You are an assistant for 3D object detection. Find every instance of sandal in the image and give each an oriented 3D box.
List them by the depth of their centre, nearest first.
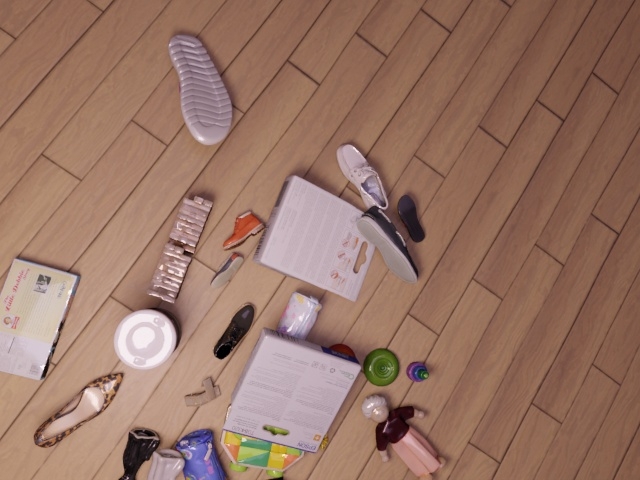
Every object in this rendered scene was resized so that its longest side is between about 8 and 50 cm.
[{"bbox_3d":[-0.398,-0.488,1.698,0.169,0.102,0.417,-7,72,-27],"label":"sandal"},{"bbox_3d":[0.317,-0.076,1.829,0.067,0.040,0.179,-25,104,-8],"label":"sandal"}]

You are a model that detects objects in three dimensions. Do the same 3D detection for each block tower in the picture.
[{"bbox_3d":[-0.442,0.026,1.627,0.090,0.097,0.336,21,78,-9],"label":"block tower"}]

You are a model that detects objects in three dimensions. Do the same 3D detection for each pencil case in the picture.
[{"bbox_3d":[-0.338,0.726,1.549,0.119,0.133,0.306,-17,88,-53],"label":"pencil case"},{"bbox_3d":[-0.095,0.302,1.651,0.113,0.124,0.273,28,78,-7],"label":"pencil case"}]

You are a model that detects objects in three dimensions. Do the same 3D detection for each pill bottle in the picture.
[{"bbox_3d":[-0.490,0.276,1.488,0.161,0.283,0.161,1,83,-11],"label":"pill bottle"}]

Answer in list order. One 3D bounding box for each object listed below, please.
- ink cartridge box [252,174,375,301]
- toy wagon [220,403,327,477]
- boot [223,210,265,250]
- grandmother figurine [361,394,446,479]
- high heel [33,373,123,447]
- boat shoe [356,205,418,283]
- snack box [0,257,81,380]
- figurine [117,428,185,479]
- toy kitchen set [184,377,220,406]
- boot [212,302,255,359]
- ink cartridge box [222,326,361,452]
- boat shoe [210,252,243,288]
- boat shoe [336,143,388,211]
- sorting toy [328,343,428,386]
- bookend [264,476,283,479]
[{"bbox_3d":[0.000,0.000,1.746,0.384,0.091,0.308,26,78,-25],"label":"ink cartridge box"},{"bbox_3d":[-0.136,0.608,1.635,0.344,0.068,0.267,13,81,-10],"label":"toy wagon"},{"bbox_3d":[-0.269,-0.031,1.690,0.158,0.059,0.085,-38,89,-22],"label":"boot"},{"bbox_3d":[0.267,0.639,1.703,0.342,0.104,0.208,46,68,-6],"label":"grandmother figurine"},{"bbox_3d":[-0.685,0.485,1.473,0.261,0.186,0.093,-40,92,-13],"label":"high heel"},{"bbox_3d":[0.250,0.015,1.762,0.303,0.114,0.091,53,58,-17],"label":"boat shoe"},{"bbox_3d":[-0.865,0.232,1.529,0.187,0.060,0.322,18,80,-10],"label":"snack box"},{"bbox_3d":[-0.508,0.692,1.493,0.092,0.214,0.210,24,84,-52],"label":"figurine"},{"bbox_3d":[-0.376,0.474,1.620,0.083,0.075,0.068,-15,90,-53],"label":"toy kitchen set"},{"bbox_3d":[-0.263,0.290,1.610,0.076,0.137,0.198,31,78,-7],"label":"boot"},{"bbox_3d":[-0.090,0.460,1.560,0.324,0.071,0.330,23,102,-19],"label":"ink cartridge box"},{"bbox_3d":[-0.311,0.097,1.672,0.043,0.049,0.137,33,77,37],"label":"boat shoe"},{"bbox_3d":[0.157,-0.222,1.778,0.098,0.096,0.277,-34,91,-13],"label":"boat shoe"},{"bbox_3d":[0.195,0.423,1.697,0.365,0.126,0.127,10,81,-10],"label":"sorting toy"},{"bbox_3d":[-0.182,0.792,1.563,0.157,0.156,0.072,-7,85,-9],"label":"bookend"}]
